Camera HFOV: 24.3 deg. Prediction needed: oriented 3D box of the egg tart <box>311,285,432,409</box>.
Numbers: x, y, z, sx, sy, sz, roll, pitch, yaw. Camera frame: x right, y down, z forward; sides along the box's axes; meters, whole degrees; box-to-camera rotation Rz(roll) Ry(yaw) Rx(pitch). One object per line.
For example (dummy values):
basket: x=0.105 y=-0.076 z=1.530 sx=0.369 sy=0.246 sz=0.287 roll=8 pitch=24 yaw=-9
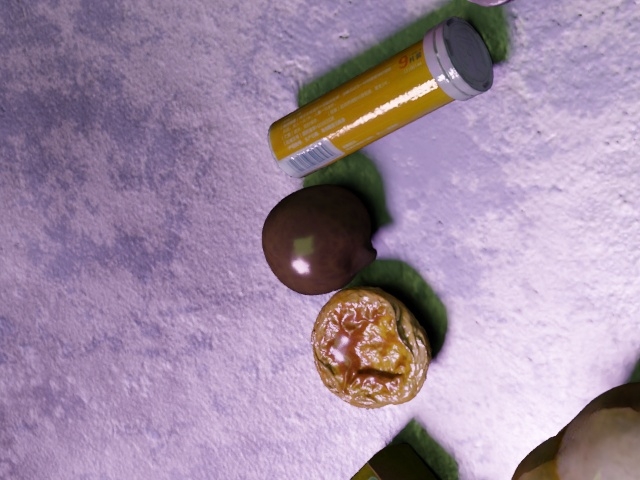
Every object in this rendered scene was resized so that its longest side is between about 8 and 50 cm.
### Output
egg tart: x=0.051 y=0.104 z=1.434 sx=0.130 sy=0.052 sz=0.130 roll=8 pitch=107 yaw=27

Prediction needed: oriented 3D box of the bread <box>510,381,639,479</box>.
bread: x=0.321 y=0.264 z=1.228 sx=0.341 sy=0.210 sz=0.300 roll=-10 pitch=78 yaw=31

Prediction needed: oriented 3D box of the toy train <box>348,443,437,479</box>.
toy train: x=0.050 y=0.316 z=1.479 sx=0.137 sy=0.090 sz=0.225 roll=51 pitch=123 yaw=17

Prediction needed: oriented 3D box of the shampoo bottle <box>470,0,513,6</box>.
shampoo bottle: x=0.152 y=-0.226 z=1.181 sx=0.072 sy=0.214 sz=0.072 roll=9 pitch=109 yaw=27

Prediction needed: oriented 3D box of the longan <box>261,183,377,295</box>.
longan: x=0.000 y=0.000 z=1.412 sx=0.113 sy=0.092 sz=0.113 roll=0 pitch=91 yaw=12

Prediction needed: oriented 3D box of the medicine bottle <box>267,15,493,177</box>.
medicine bottle: x=0.050 y=-0.125 z=1.357 sx=0.218 sy=0.074 sz=0.074 roll=-25 pitch=91 yaw=34
